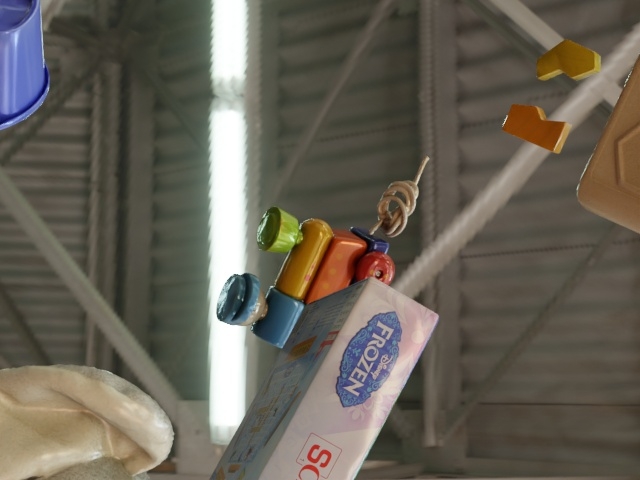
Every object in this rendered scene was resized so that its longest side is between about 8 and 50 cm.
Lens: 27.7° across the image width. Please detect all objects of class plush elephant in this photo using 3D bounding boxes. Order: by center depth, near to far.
[{"bbox_3d":[-0.201,0.222,0.804,0.255,0.272,0.330,-12,-125,-11],"label":"plush elephant"}]

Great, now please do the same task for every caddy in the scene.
[{"bbox_3d":[-0.481,-0.266,1.672,0.241,0.179,0.341,-7,-136,-18],"label":"caddy"}]

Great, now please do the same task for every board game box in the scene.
[{"bbox_3d":[-0.038,0.192,1.064,0.066,0.318,0.318,30,-99,-4],"label":"board game box"}]

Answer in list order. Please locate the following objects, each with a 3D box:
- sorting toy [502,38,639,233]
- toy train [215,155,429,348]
[{"bbox_3d":[0.339,-0.116,1.233,0.307,0.041,0.229,27,-79,28],"label":"sorting toy"},{"bbox_3d":[0.000,0.000,1.337,0.248,0.143,0.105,-65,-152,5],"label":"toy train"}]
